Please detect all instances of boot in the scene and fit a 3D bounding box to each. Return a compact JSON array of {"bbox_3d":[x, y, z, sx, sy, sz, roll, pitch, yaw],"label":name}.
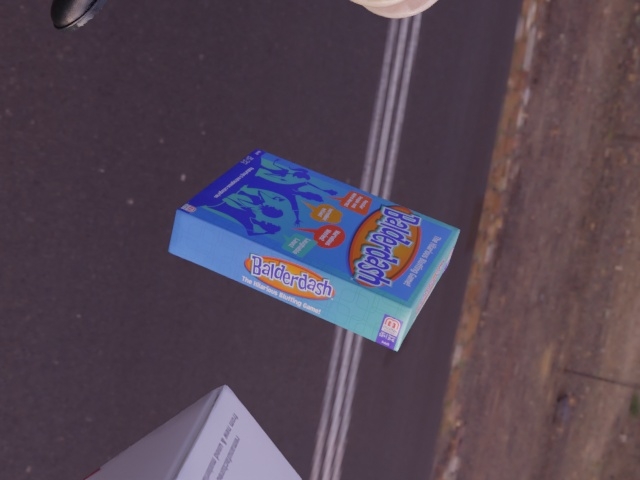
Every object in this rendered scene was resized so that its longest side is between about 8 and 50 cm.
[{"bbox_3d":[-0.221,-0.250,0.856,0.121,0.045,0.099,-38,142,15],"label":"boot"}]

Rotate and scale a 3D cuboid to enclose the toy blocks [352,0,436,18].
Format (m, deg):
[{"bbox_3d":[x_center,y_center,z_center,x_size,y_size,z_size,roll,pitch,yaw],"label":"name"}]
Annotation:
[{"bbox_3d":[0.001,-0.147,0.434,0.054,0.123,0.148,-57,173,14],"label":"toy blocks"}]

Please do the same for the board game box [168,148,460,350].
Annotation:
[{"bbox_3d":[0.000,0.000,0.846,0.160,0.210,0.047,-49,159,-58],"label":"board game box"}]

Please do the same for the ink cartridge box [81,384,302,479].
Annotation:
[{"bbox_3d":[-0.044,0.216,0.438,0.237,0.172,0.100,53,16,-8],"label":"ink cartridge box"}]
